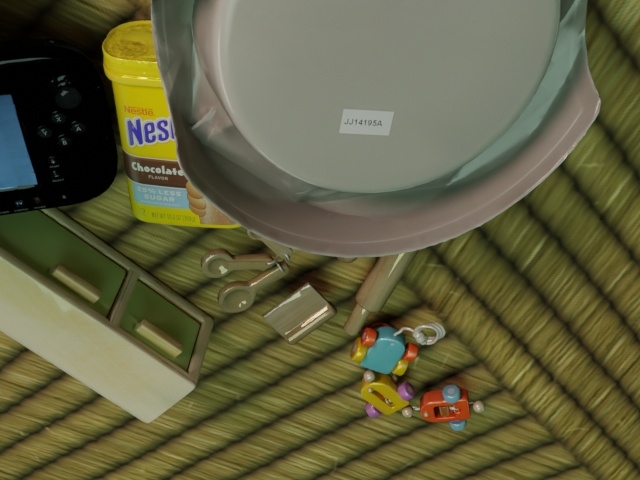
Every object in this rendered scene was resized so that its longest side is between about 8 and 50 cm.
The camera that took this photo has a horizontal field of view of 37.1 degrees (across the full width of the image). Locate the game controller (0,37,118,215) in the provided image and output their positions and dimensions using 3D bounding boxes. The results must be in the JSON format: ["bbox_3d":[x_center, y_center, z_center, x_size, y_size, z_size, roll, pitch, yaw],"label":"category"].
[{"bbox_3d":[-0.335,-0.079,0.794,0.319,0.067,0.167,-9,128,-8],"label":"game controller"}]

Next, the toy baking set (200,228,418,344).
[{"bbox_3d":[0.005,0.002,0.877,0.196,0.030,0.256,16,122,-32],"label":"toy baking set"}]

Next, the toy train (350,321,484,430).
[{"bbox_3d":[0.099,0.135,1.001,0.125,0.046,0.166,-11,129,14],"label":"toy train"}]

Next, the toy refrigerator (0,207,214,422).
[{"bbox_3d":[-0.240,0.057,0.948,0.269,0.102,0.094,39,123,-20],"label":"toy refrigerator"}]

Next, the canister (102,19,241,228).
[{"bbox_3d":[-0.115,-0.097,0.830,0.126,0.073,0.170,4,130,5],"label":"canister"}]

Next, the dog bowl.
[{"bbox_3d":[0.043,-0.157,0.690,0.348,0.102,0.349,-6,126,-9],"label":"dog bowl"}]
